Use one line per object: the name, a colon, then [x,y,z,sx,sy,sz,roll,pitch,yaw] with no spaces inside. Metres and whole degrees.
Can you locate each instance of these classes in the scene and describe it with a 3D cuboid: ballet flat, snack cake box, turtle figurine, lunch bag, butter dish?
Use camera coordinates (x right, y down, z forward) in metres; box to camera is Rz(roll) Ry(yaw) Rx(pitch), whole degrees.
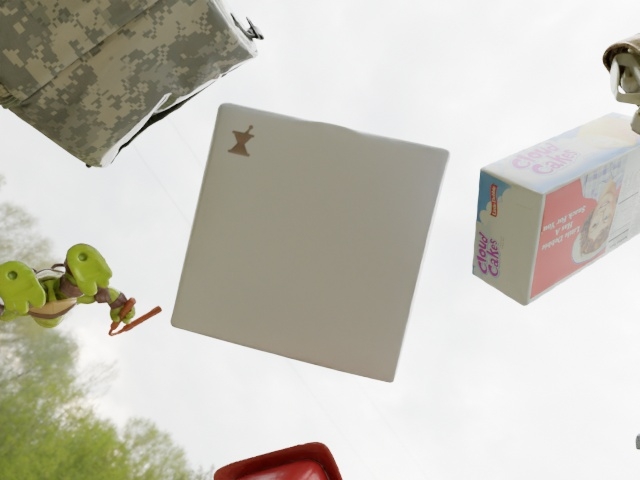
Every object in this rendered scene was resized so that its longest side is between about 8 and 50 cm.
ballet flat: [0.342,-0.138,0.577,0.067,0.206,0.073,-8,-43,6]
snack cake box: [0.316,-0.048,0.712,0.089,0.264,0.152,36,-41,45]
turtle figurine: [-0.315,0.066,0.691,0.217,0.270,0.087,-36,-121,56]
lunch bag: [-0.254,-0.252,0.695,0.305,0.212,0.256,-33,-49,7]
butter dish: [-0.049,0.309,0.576,0.160,0.118,0.160,-23,-97,20]

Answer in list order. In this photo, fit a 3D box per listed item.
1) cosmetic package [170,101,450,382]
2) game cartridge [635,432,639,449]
cosmetic package: [0.000,0.000,0.946,0.329,0.394,0.327,14,-89,7]
game cartridge: [0.284,0.156,0.419,0.083,0.017,0.056,10,-20,1]
